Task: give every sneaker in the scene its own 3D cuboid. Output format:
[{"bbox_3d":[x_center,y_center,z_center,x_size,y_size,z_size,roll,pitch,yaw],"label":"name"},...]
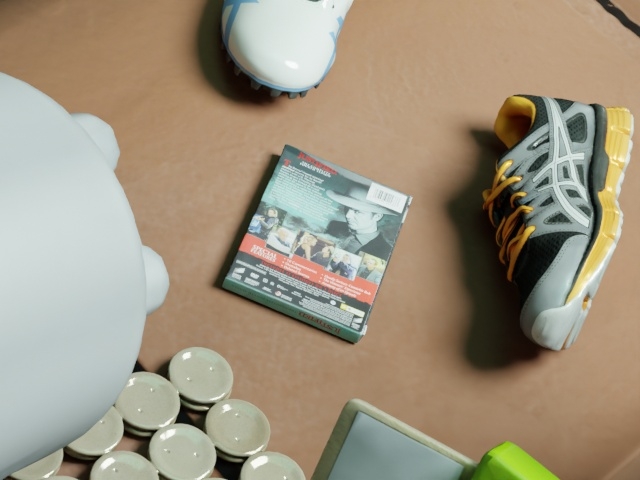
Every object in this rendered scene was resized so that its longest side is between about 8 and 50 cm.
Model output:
[{"bbox_3d":[-0.004,-0.188,1.175,0.085,0.086,0.237,22,49,-3],"label":"sneaker"},{"bbox_3d":[0.137,-0.014,1.089,0.083,0.084,0.215,19,38,-1],"label":"sneaker"}]

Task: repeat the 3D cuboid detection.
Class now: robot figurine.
[{"bbox_3d":[-0.216,0.034,0.795,0.353,0.199,0.300,-23,89,-58],"label":"robot figurine"}]

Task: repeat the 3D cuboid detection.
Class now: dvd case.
[{"bbox_3d":[0.000,0.000,1.067,0.087,0.013,0.119,22,49,-1],"label":"dvd case"}]

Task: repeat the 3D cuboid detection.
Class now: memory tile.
[{"bbox_3d":[-0.088,0.121,0.935,0.148,0.012,0.113,-21,61,-33],"label":"memory tile"}]

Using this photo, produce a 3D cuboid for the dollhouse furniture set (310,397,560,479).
[{"bbox_3d":[-0.024,0.170,0.688,0.151,0.198,0.301,28,12,17],"label":"dollhouse furniture set"}]
